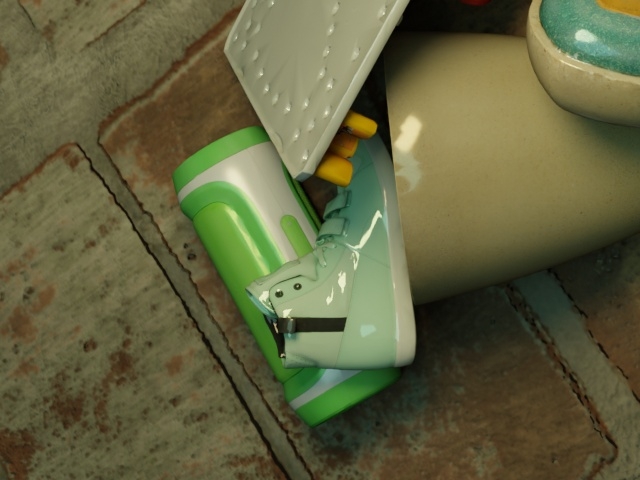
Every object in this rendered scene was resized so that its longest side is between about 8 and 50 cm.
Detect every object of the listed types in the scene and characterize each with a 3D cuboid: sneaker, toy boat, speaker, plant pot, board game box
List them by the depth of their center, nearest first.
[{"bbox_3d":[0.237,-0.219,1.290,0.318,0.267,0.148,35,130,29],"label":"toy boat"},{"bbox_3d":[0.050,-0.280,1.392,0.050,0.390,0.390,24,106,-22],"label":"board game box"},{"bbox_3d":[0.208,-0.081,1.405,0.274,0.256,0.256,-6,92,5],"label":"plant pot"},{"bbox_3d":[0.000,0.000,1.456,0.151,0.094,0.256,-5,74,-11],"label":"sneaker"},{"bbox_3d":[-0.035,0.037,1.555,0.131,0.131,0.296,-32,82,21],"label":"speaker"}]
